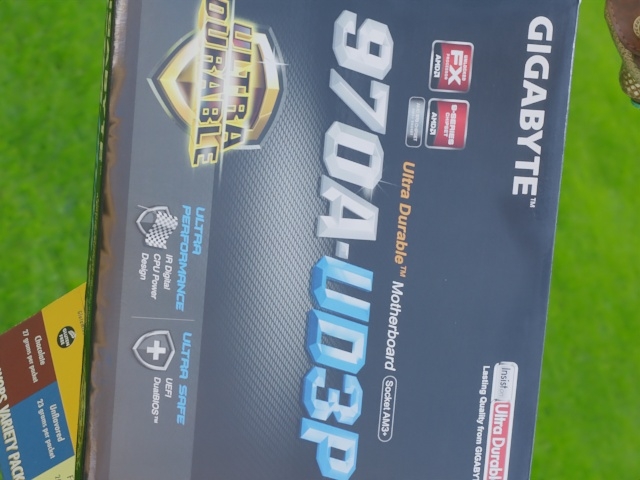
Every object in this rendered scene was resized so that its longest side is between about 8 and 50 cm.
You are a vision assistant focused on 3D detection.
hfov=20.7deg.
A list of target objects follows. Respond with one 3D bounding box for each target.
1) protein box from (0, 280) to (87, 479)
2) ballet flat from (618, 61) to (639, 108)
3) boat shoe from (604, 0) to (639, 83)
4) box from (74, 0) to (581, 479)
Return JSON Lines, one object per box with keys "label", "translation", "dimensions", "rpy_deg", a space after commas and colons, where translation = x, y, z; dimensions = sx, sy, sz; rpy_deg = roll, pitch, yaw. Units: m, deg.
{"label": "protein box", "translation": [-0.038, 0.097, 0.956], "dimensions": [0.201, 0.200, 0.136], "rpy_deg": [32, 33, -54]}
{"label": "ballet flat", "translation": [0.249, -0.145, 1.094], "dimensions": [0.206, 0.073, 0.067], "rpy_deg": [-40, 132, -49]}
{"label": "boat shoe", "translation": [0.193, -0.132, 0.880], "dimensions": [0.123, 0.342, 0.123], "rpy_deg": [9, 107, -55]}
{"label": "box", "translation": [0.000, 0.000, 0.669], "dimensions": [0.051, 0.175, 0.220], "rpy_deg": [-139, -126, -77]}
